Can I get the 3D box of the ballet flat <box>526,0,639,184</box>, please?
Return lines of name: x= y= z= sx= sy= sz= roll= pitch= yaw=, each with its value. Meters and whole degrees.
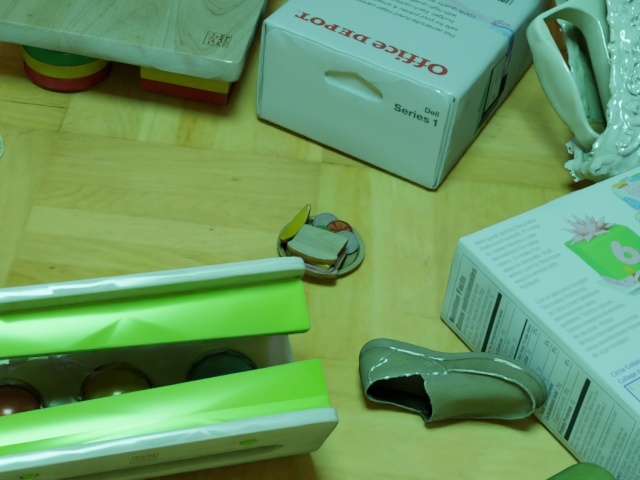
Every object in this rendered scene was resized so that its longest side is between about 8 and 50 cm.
ballet flat: x=0.255 y=-0.238 z=1.179 sx=0.147 sy=0.147 sz=0.408 roll=-7 pitch=76 yaw=-16

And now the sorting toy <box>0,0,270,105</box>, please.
sorting toy: x=-0.182 y=-0.237 z=1.262 sx=0.256 sy=0.089 sz=0.257 roll=11 pitch=43 yaw=4

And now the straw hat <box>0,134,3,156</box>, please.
straw hat: x=-0.361 y=-0.110 z=1.116 sx=0.145 sy=0.061 sz=0.144 roll=4 pitch=43 yaw=-4

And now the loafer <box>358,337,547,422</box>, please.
loafer: x=0.098 y=0.115 z=0.948 sx=0.148 sy=0.056 sz=0.050 roll=7 pitch=42 yaw=14

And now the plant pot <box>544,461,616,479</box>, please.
plant pot: x=0.173 y=0.193 z=0.861 sx=0.083 sy=0.083 sz=0.079 roll=33 pitch=36 yaw=25

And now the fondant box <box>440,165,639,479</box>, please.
fondant box: x=0.291 y=0.091 z=0.971 sx=0.238 sy=0.096 sz=0.330 roll=-21 pitch=50 yaw=-28

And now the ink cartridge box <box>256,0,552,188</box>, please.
ink cartridge box: x=0.089 y=-0.198 z=1.239 sx=0.201 sy=0.117 sz=0.278 roll=24 pitch=44 yaw=16

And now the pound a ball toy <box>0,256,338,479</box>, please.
pound a ball toy: x=-0.154 y=0.142 z=0.846 sx=0.319 sy=0.135 sz=0.208 roll=-7 pitch=70 yaw=-16

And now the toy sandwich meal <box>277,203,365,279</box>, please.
toy sandwich meal: x=0.000 y=0.000 z=1.074 sx=0.086 sy=0.029 sz=0.085 roll=4 pitch=42 yaw=-4
